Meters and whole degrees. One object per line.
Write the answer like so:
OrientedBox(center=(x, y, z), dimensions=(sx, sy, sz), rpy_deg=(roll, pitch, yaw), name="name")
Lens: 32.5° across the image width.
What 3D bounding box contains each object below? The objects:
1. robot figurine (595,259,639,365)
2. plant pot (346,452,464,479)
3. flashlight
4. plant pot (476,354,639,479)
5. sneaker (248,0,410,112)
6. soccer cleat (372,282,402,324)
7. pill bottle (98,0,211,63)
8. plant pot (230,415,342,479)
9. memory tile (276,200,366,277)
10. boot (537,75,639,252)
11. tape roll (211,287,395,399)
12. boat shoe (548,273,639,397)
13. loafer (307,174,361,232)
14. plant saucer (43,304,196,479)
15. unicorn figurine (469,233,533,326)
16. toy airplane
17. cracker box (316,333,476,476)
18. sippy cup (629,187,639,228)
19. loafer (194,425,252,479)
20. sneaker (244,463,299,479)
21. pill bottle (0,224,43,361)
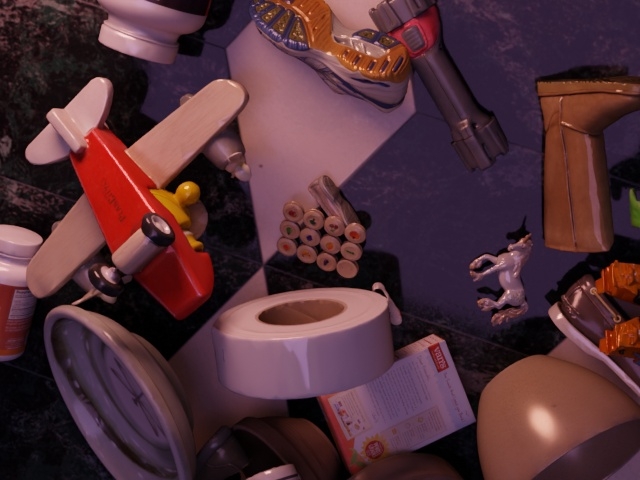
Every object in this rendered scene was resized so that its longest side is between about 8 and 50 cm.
OrientedBox(center=(0.580, 0.126, 1.721), dimensions=(0.291, 0.085, 0.211), rpy_deg=(10, 66, -14), name="robot figurine")
OrientedBox(center=(0.167, 0.549, 1.753), dimensions=(0.323, 0.280, 0.323), rpy_deg=(-13, 121, -23), name="plant pot")
OrientedBox(center=(0.194, -0.258, 1.733), dimensions=(0.103, 0.103, 0.304), rpy_deg=(-37, 102, -20), name="flashlight")
OrientedBox(center=(0.362, 0.299, 1.770), dimensions=(0.284, 0.284, 0.191), rpy_deg=(-42, 58, 14), name="plant pot")
OrientedBox(center=(0.007, -0.293, 1.739), dimensions=(0.296, 0.131, 0.112), rpy_deg=(34, 68, 21), name="sneaker")
OrientedBox(center=(0.111, 0.109, 1.855), dimensions=(0.029, 0.035, 0.083), rpy_deg=(-26, 98, 12), name="soccer cleat")
OrientedBox(center=(-0.241, -0.447, 1.700), dimensions=(0.181, 0.181, 0.323), rpy_deg=(20, 105, 3), name="pill bottle")
OrientedBox(center=(-0.042, 0.383, 1.878), dimensions=(0.110, 0.237, 0.237), rpy_deg=(-36, 98, -27), name="plant pot")
OrientedBox(center=(0.000, 0.000, 1.831), dimensions=(0.148, 0.012, 0.113), rpy_deg=(19, 129, 8), name="memory tile")
OrientedBox(center=(0.429, -0.115, 1.685), dimensions=(0.089, 0.236, 0.269), rpy_deg=(-11, 101, -26), name="boot")
OrientedBox(center=(-0.027, 0.160, 1.758), dimensions=(0.286, 0.286, 0.100), rpy_deg=(-5, 103, 9), name="tape roll")
OrientedBox(center=(0.524, 0.186, 1.780), dimensions=(0.324, 0.116, 0.097), rpy_deg=(40, 108, 3), name="boat shoe")
OrientedBox(center=(0.026, -0.050, 1.830), dimensions=(0.039, 0.045, 0.125), rpy_deg=(-27, 101, 32), name="loafer")
OrientedBox(center=(-0.315, 0.268, 1.843), dimensions=(0.100, 0.400, 0.400), rpy_deg=(-32, 100, -31), name="plant saucer")
OrientedBox(center=(0.305, 0.056, 1.812), dimensions=(0.111, 0.060, 0.162), rpy_deg=(-13, 117, 10), name="unicorn figurine")
OrientedBox(center=(-0.296, -0.071, 1.778), dimensions=(0.386, 0.272, 0.384), rpy_deg=(3, 80, 33), name="toy airplane")
OrientedBox(center=(0.125, 0.276, 1.839), dimensions=(0.232, 0.067, 0.156), rpy_deg=(-23, 99, -9), name="cracker box")
OrientedBox(center=(0.639, -0.063, 1.646), dimensions=(0.305, 0.224, 0.240), rpy_deg=(29, 104, -2), name="sippy cup")
OrientedBox(center=(-0.193, 0.422, 1.902), dimensions=(0.087, 0.094, 0.251), rpy_deg=(39, 134, 7), name="loafer")
OrientedBox(center=(-0.127, 0.468, 1.790), dimensions=(0.321, 0.126, 0.127), rpy_deg=(-39, 67, 51), name="sneaker")
OrientedBox(center=(-0.550, 0.089, 1.897), dimensions=(0.121, 0.121, 0.216), rpy_deg=(18, 104, 3), name="pill bottle")
